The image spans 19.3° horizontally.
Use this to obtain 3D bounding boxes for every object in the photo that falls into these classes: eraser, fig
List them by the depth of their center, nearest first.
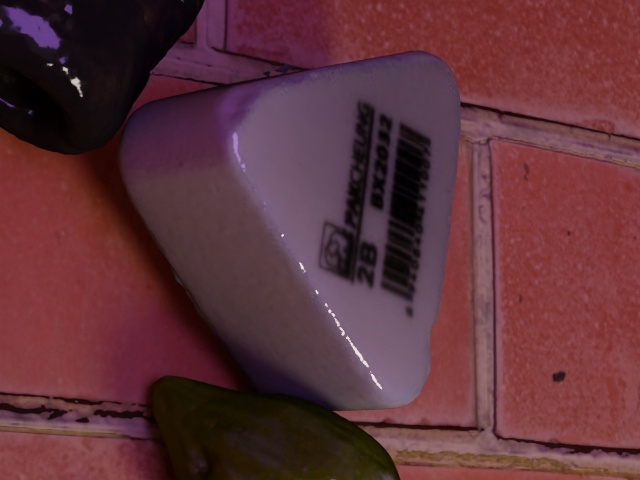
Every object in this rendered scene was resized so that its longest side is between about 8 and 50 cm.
[{"bbox_3d":[-0.032,0.207,1.593,0.233,0.167,0.167,46,56,-25],"label":"fig"},{"bbox_3d":[0.000,0.000,1.643,0.331,0.150,0.331,5,84,-52],"label":"eraser"}]

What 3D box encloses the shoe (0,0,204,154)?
[{"bbox_3d":[-0.269,-0.244,1.492,0.384,0.171,0.237,50,51,-29],"label":"shoe"}]
